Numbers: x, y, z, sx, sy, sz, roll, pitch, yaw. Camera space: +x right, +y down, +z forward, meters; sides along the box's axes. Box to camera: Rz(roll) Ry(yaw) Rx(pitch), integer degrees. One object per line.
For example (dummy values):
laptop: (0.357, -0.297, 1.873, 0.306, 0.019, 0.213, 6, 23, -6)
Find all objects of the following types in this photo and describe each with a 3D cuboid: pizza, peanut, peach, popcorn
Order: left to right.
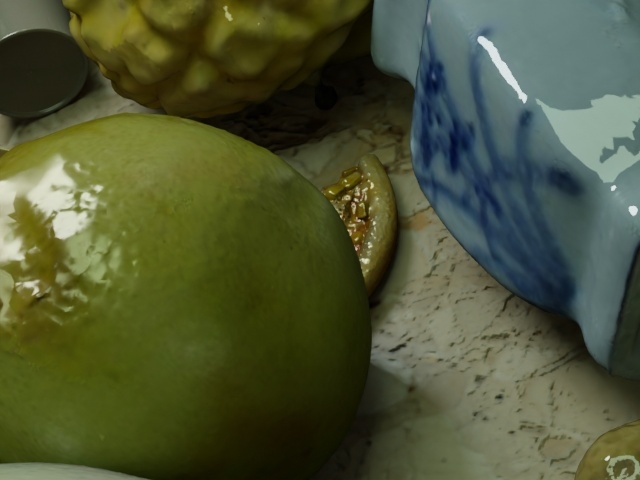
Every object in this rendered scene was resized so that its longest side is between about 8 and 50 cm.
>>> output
peach: (-0.119, 0.065, 1.165, 0.314, 0.315, 0.281, -42, 51, -12)
popcorn: (-0.085, -0.290, 1.423, 0.349, 0.382, 0.349, -20, 35, 15)
pizza: (0.000, 0.000, 1.355, 0.131, 0.041, 0.178, 11, 58, 30)
peanut: (0.255, 0.135, 1.117, 0.193, 0.089, 0.089, -30, 49, -4)

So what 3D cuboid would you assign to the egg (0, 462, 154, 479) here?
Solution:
egg: (-0.114, 0.303, 0.978, 0.340, 0.354, 0.354, -3, 47, -15)

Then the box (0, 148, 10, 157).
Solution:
box: (-0.324, -0.029, 1.516, 0.090, 0.023, 0.133, 8, 57, 28)

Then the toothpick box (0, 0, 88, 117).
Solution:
toothpick box: (-0.293, -0.213, 1.593, 0.111, 0.111, 0.181, -26, 49, 0)

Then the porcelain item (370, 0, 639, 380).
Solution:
porcelain item: (0.175, -0.089, 1.224, 0.178, 0.242, 0.405, -10, 41, -18)
